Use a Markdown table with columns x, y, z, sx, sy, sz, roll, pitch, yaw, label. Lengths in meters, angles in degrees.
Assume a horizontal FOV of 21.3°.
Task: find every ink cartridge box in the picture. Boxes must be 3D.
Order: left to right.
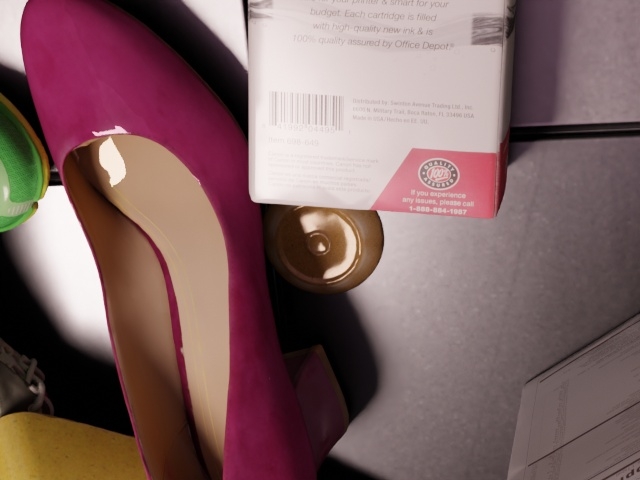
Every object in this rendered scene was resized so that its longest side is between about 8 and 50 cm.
| x | y | z | sx | sy | sz | roll | pitch | yaw | label |
| --- | --- | --- | --- | --- | --- | --- | --- | --- | --- |
| 0.039 | -0.134 | 1.036 | 0.158 | 0.092 | 0.218 | 5 | 113 | 10 | ink cartridge box |

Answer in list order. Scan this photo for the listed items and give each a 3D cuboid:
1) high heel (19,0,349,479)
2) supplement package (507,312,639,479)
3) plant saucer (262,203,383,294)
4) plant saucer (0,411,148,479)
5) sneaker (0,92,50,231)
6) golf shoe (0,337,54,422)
| x | y | z | sx | sy | sz | roll | pitch | yaw | label |
| --- | --- | --- | --- | --- | --- | --- | --- | --- | --- |
| -0.105 | 0.025 | 1.069 | 0.127 | 0.181 | 0.377 | -24 | 104 | 33 | high heel |
| 0.204 | 0.156 | 1.029 | 0.139 | 0.244 | 0.134 | -34 | 100 | 21 | supplement package |
| 0.000 | 0.000 | 1.136 | 0.083 | 0.015 | 0.083 | 4 | 111 | 10 | plant saucer |
| -0.109 | 0.310 | 1.198 | 0.332 | 0.081 | 0.333 | 16 | 113 | -10 | plant saucer |
| -0.320 | -0.075 | 1.111 | 0.295 | 0.123 | 0.109 | 24 | 117 | 3 | sneaker |
| -0.249 | 0.086 | 1.171 | 0.120 | 0.105 | 0.273 | -10 | 126 | -8 | golf shoe |
